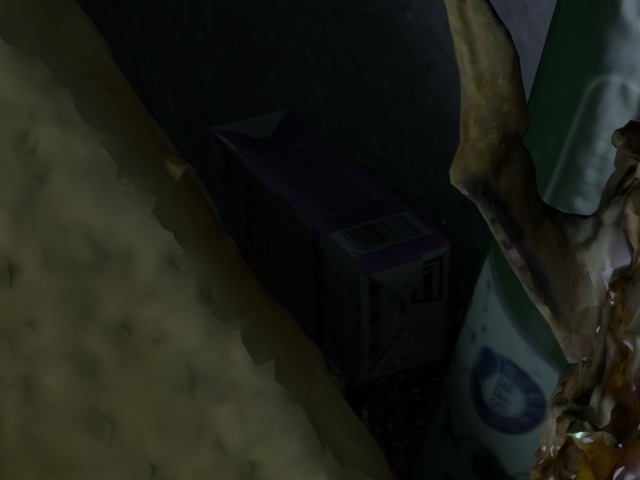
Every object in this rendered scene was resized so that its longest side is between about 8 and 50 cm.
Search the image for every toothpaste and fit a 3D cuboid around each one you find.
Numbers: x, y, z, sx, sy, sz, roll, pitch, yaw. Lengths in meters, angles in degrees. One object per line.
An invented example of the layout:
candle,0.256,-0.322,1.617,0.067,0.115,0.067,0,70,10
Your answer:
toothpaste,0.084,-0.006,0.499,0.098,0.061,0.392,34,131,23

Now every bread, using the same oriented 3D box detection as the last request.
bread,-0.182,0.079,0.582,0.390,0.279,0.371,58,156,-14

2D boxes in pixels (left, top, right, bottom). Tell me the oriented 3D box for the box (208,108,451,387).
box,0.000,0.000,0.592,0.117,0.036,0.051,40,138,51

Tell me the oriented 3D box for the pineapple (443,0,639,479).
pineapple,0.101,0.063,0.391,0.158,0.161,0.334,-2,117,30
